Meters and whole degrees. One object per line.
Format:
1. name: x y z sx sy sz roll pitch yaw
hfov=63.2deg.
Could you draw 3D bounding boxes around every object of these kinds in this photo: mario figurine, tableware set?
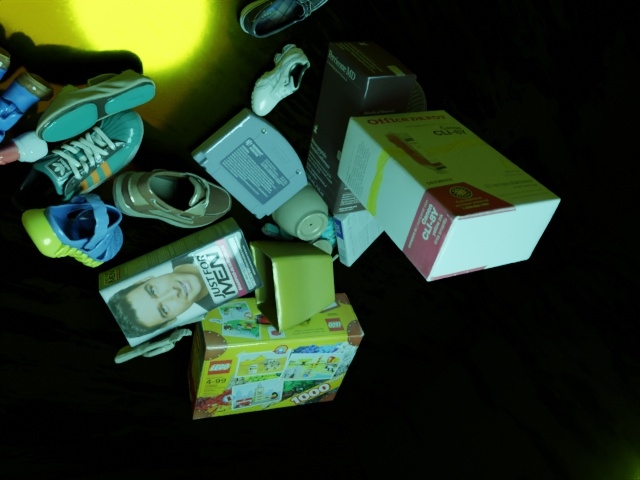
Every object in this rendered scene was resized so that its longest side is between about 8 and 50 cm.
1. mario figurine: -0.631 -0.192 0.925 0.320 0.198 0.170 -49 170 2
2. tableware set: -0.048 0.066 1.617 0.194 0.039 0.128 -42 129 1

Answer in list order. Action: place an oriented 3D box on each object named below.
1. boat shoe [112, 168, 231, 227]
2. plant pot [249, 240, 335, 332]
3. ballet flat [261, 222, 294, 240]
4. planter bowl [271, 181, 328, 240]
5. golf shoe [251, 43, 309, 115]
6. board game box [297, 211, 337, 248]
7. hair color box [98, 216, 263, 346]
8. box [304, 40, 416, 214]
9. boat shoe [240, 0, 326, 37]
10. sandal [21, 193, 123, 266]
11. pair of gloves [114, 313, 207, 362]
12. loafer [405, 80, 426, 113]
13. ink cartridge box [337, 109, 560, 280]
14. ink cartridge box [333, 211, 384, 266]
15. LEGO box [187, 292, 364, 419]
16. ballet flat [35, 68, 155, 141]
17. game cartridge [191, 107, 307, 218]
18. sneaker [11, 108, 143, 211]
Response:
1. boat shoe: -0.306 -0.095 1.181 0.116 0.123 0.324 -9 177 31
2. plant pot: -0.074 0.109 1.480 0.187 0.212 0.212 -11 107 -21
3. ballet flat: -0.128 -0.022 1.517 0.114 0.041 0.041 21 116 -46
4. planter bowl: -0.043 -0.070 1.466 0.162 0.109 0.162 -20 139 -18
5. golf shoe: -0.090 -0.347 1.161 0.069 0.086 0.176 13 119 -47
6. board game box: 0.000 0.000 1.632 0.186 0.026 0.126 -47 139 16
7. hair color box: -0.362 0.105 1.374 0.374 0.113 0.185 -24 119 -12
8. box: 0.083 -0.269 1.286 0.143 0.191 0.382 -10 135 -27
9. boat shoe: -0.054 -0.481 1.062 0.228 0.076 0.080 -27 141 -9
10. sandal: -0.479 -0.025 1.103 0.138 0.126 0.317 -28 180 -3
11. pair of gloves: -0.432 0.245 1.429 0.204 0.240 0.042 -14 105 10
12. loafer: 0.230 -0.310 1.433 0.101 0.092 0.269 -20 123 -20
13. ink cartridge box: 0.248 -0.118 1.105 0.279 0.385 0.160 -10 133 -27
14. ink cartridge box: 0.134 -0.063 1.625 0.224 0.045 0.223 -43 146 -25
15. LEGO box: -0.162 0.374 1.711 0.499 0.193 0.373 -1 131 -23
16. ballet flat: -0.428 -0.261 0.971 0.248 0.086 0.086 -37 149 -38
17. game cartridge: -0.159 -0.190 1.306 0.196 0.060 0.294 -35 141 6
18. sneaker: -0.483 -0.151 1.038 0.302 0.121 0.108 -40 97 8
